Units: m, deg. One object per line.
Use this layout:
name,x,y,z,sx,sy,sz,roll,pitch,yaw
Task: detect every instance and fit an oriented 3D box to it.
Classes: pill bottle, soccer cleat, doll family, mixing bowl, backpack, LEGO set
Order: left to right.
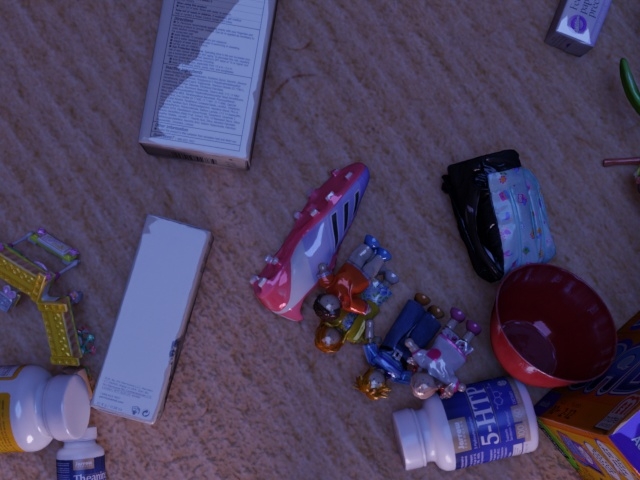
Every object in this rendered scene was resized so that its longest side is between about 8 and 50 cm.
pill bottle,-0.425,0.227,1.378,0.208,0.117,0.117,-4,85,10
LEGO set,-0.379,0.083,1.440,0.132,0.107,0.287,-39,93,30
pill bottle,-0.333,0.320,1.419,0.067,0.067,0.120,-4,86,-3
soccer cleat,0.000,0.000,1.464,0.095,0.083,0.248,40,81,-24
doll family,0.088,0.133,1.436,0.263,0.118,0.163,39,67,3
pill bottle,0.199,0.260,1.428,0.186,0.112,0.112,-13,86,-4
backpack,0.255,-0.033,1.443,0.115,0.152,0.182,-16,92,-8
mixing bowl,0.303,0.132,1.401,0.181,0.098,0.181,10,55,-15

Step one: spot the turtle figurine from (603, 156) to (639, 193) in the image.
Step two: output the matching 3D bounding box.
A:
turtle figurine,0.526,-0.041,1.437,0.269,0.217,0.087,24,104,5

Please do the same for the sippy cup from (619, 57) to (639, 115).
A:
sippy cup,0.593,-0.291,1.447,0.305,0.240,0.224,-15,75,-26

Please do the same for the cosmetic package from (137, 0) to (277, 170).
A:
cosmetic package,-0.152,-0.267,1.453,0.160,0.113,0.309,10,84,-2

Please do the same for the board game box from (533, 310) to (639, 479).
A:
board game box,0.556,0.255,1.322,0.356,0.356,0.356,-40,88,-5

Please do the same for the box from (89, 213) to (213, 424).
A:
box,-0.231,0.108,1.421,0.094,0.113,0.275,16,86,-2

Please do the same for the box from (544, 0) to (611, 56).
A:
box,0.425,-0.436,1.519,0.063,0.067,0.324,22,84,-1
